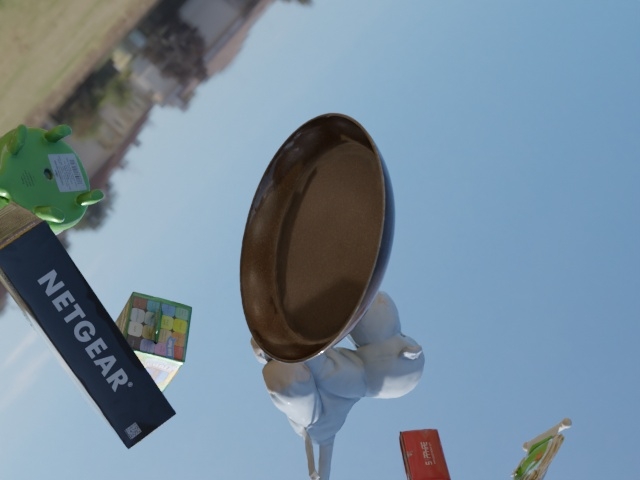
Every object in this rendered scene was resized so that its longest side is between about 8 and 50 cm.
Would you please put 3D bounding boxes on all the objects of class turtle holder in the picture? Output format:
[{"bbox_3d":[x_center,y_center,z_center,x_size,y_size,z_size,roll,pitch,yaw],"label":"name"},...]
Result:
[{"bbox_3d":[-0.641,-0.093,2.569,0.227,0.243,0.320,-24,-157,31],"label":"turtle holder"}]

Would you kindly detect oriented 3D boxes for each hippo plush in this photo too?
[{"bbox_3d":[0.040,0.192,1.888,0.236,0.294,0.234,-23,162,1],"label":"hippo plush"}]

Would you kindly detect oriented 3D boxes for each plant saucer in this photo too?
[{"bbox_3d":[0.000,0.000,1.494,0.310,0.050,0.311,-29,-125,50],"label":"plant saucer"}]

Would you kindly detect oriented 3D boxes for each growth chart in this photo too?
[{"bbox_3d":[0.309,0.371,1.875,0.237,0.021,0.172,-50,178,-40],"label":"growth chart"}]

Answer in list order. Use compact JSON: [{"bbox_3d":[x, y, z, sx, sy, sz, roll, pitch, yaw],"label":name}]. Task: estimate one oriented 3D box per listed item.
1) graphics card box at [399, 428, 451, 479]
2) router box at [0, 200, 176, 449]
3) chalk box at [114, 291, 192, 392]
[{"bbox_3d":[0.234,0.607,2.539,0.094,0.371,0.233,-7,-163,0],"label":"graphics card box"},{"bbox_3d":[-0.331,0.105,1.600,0.081,0.309,0.243,-36,-162,-15],"label":"router box"},{"bbox_3d":[-0.338,0.195,2.438,0.213,0.132,0.132,130,-29,-54],"label":"chalk box"}]
